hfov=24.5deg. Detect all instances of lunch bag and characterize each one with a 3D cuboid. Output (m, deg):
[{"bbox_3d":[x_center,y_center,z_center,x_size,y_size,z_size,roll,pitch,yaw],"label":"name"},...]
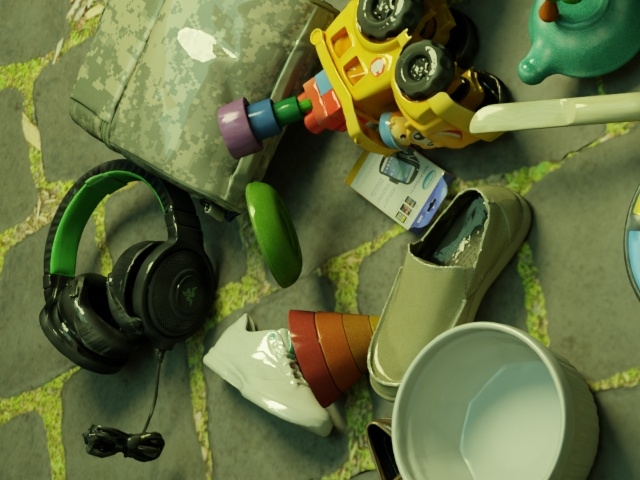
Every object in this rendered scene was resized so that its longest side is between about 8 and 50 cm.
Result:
[{"bbox_3d":[-0.132,-0.205,1.811,0.256,0.212,0.305,33,100,40],"label":"lunch bag"}]

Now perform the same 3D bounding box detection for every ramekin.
[{"bbox_3d":[0.186,0.192,1.513,0.207,0.109,0.207,-11,72,36],"label":"ramekin"}]

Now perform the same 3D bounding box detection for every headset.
[{"bbox_3d":[-0.259,0.084,1.851,0.243,0.185,0.394,-26,67,32],"label":"headset"}]

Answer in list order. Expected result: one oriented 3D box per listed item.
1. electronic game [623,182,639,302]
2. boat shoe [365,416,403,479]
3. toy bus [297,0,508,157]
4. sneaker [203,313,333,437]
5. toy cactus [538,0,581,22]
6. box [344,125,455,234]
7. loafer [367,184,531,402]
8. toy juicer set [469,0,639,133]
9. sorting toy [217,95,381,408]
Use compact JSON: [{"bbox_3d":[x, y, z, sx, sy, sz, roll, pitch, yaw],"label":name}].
[{"bbox_3d":[0.401,-0.007,1.435,0.229,0.048,0.229,-12,70,36],"label":"electronic game"},{"bbox_3d":[0.097,0.271,1.589,0.066,0.066,0.183,-47,54,20],"label":"boat shoe"},{"bbox_3d":[0.078,-0.171,1.669,0.211,0.149,0.220,-37,58,23],"label":"toy bus"},{"bbox_3d":[-0.051,0.152,1.743,0.212,0.080,0.094,31,86,41],"label":"sneaker"},{"bbox_3d":[0.294,-0.296,1.487,0.219,0.112,0.180,18,63,30],"label":"toy cactus"},{"bbox_3d":[0.096,-0.067,1.711,0.136,0.028,0.081,39,103,36],"label":"box"},{"bbox_3d":[0.123,0.048,1.593,0.102,0.092,0.268,27,86,41],"label":"loafer"},{"bbox_3d":[0.314,-0.226,1.548,0.209,0.089,0.329,19,82,28],"label":"toy juicer set"},{"bbox_3d":[0.000,0.000,1.676,0.126,0.127,0.365,-19,91,8],"label":"sorting toy"}]
